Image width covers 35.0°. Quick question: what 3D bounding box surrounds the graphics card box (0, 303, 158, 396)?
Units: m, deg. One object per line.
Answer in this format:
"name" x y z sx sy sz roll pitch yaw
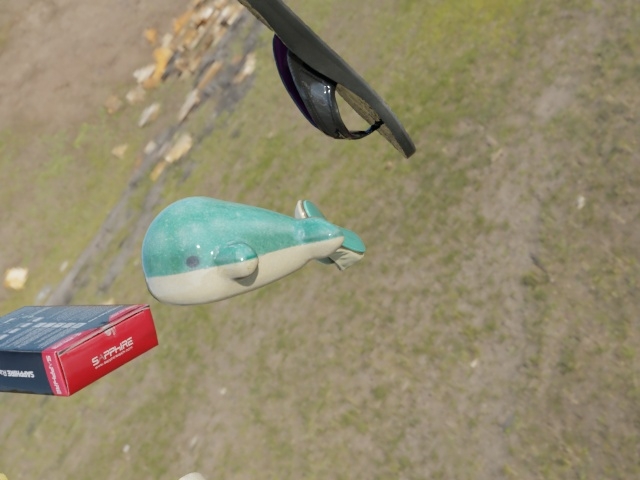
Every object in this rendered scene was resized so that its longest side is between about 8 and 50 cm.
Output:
"graphics card box" -0.513 0.198 1.891 0.371 0.094 0.233 -3 17 36

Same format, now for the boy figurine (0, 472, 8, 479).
"boy figurine" -0.420 0.273 0.931 0.177 0.285 0.092 101 161 -74

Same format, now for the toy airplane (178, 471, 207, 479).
"toy airplane" -0.416 0.626 1.945 0.272 0.386 0.384 40 126 54

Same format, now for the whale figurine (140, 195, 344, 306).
"whale figurine" -0.109 -0.003 1.368 0.272 0.141 0.216 -14 5 -2

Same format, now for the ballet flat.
"ballet flat" 0.000 0.000 1.849 0.086 0.248 0.086 -11 66 26

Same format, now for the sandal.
"sandal" -0.023 -0.267 1.628 0.107 0.446 0.167 -48 24 3
